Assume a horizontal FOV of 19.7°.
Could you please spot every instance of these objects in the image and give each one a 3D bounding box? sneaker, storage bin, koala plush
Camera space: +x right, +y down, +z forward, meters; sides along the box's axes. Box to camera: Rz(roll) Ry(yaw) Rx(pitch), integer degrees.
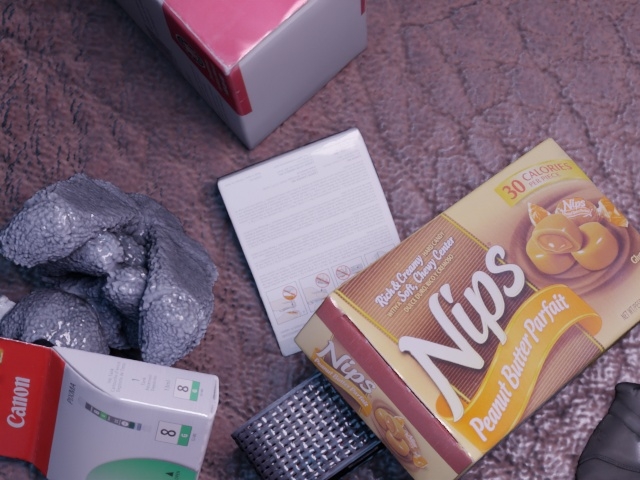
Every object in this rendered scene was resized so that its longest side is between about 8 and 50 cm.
[{"bbox_3d":[0.356,0.250,1.647,0.286,0.109,0.130,36,94,15],"label":"sneaker"},{"bbox_3d":[0.020,0.160,1.658,0.180,0.122,0.084,-36,80,-3],"label":"storage bin"},{"bbox_3d":[-0.219,0.071,1.680,0.196,0.203,0.221,36,105,-4],"label":"koala plush"}]

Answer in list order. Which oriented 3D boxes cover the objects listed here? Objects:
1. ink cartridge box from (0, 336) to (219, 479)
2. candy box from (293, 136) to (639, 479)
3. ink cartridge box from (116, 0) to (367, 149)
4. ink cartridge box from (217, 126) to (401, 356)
[{"bbox_3d":[-0.214,0.171,1.628,0.225,0.181,0.056,10,47,-7],"label":"ink cartridge box"},{"bbox_3d":[0.151,0.060,1.609,0.316,0.087,0.183,-35,78,-36],"label":"candy box"},{"bbox_3d":[-0.141,-0.298,1.664,0.160,0.279,0.384,-42,81,-5],"label":"ink cartridge box"},{"bbox_3d":[0.000,0.000,1.738,0.145,0.045,0.179,-21,98,-1],"label":"ink cartridge box"}]
